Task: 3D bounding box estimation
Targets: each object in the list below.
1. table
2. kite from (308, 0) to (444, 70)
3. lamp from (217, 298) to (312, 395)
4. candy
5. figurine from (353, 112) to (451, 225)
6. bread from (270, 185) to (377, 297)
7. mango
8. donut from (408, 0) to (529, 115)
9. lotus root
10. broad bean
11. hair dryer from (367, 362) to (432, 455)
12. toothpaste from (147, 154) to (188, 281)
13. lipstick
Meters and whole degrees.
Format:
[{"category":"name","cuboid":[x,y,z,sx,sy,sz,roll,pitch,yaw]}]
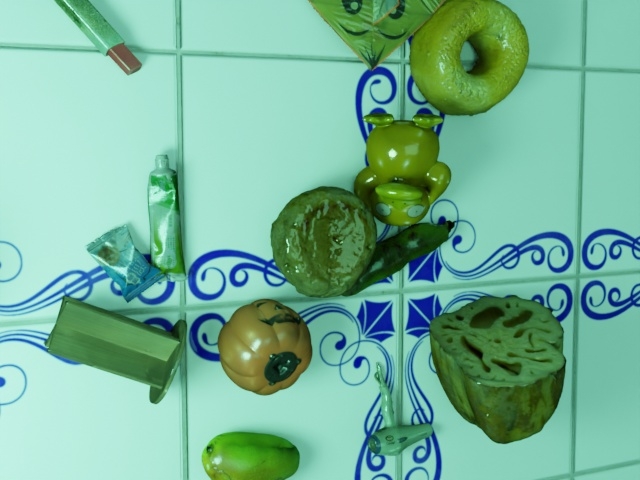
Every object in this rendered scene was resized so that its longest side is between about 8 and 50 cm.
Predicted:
[{"category":"table","cuboid":[-0.382,0.189,1.767,0.227,0.167,0.167,22,85,-18]},{"category":"kite","cuboid":[0.104,-0.513,1.984,0.378,0.013,0.327,-1,91,-22]},{"category":"lamp","cuboid":[-0.114,0.205,1.891,0.188,0.164,0.187,-19,127,-27]},{"category":"candy","cuboid":[-0.370,0.040,1.814,0.088,0.038,0.136,-36,103,-5]},{"category":"figurine","cuboid":[0.169,-0.149,1.988,0.215,0.215,0.228,9,80,-27]},{"category":"bread","cuboid":[0.000,0.000,1.945,0.230,0.123,0.229,-3,98,-24]},{"category":"mango","cuboid":[-0.134,0.451,1.934,0.233,0.111,0.125,17,99,-39]},{"category":"donut","cuboid":[0.333,-0.403,2.075,0.278,0.108,0.277,-3,96,-26]},{"category":"lotus root","cuboid":[0.417,0.290,2.098,0.316,0.316,0.250,-25,121,-22]},{"category":"broad bean","cuboid":[0.169,0.024,2.063,0.339,0.061,0.077,-28,118,-21]},{"category":"hair dryer","cuboid":[0.178,0.376,2.124,0.167,0.067,0.199,11,76,-36]},{"category":"toothpaste","cuboid":[-0.298,-0.040,1.836,0.078,0.047,0.247,-4,100,-14]},{"category":"lipstick","cuboid":[-0.435,-0.417,1.723,0.051,0.051,0.312,-48,114,-16]}]
